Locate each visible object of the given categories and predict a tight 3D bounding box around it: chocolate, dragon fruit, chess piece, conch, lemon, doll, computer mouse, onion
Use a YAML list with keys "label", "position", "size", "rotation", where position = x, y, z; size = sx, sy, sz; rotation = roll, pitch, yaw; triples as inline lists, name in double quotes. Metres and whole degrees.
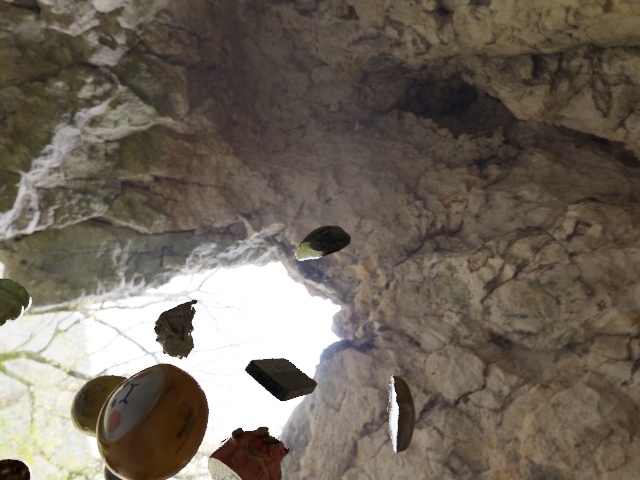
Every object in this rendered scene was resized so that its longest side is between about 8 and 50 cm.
- label: "chocolate"
  position: [0.278, 0.579, 1.352]
  size: [0.161, 0.083, 0.261]
  rotation: [-90, 177, -63]
- label: "dragon fruit"
  position: [-0.262, 0.855, 1.557]
  size: [0.305, 0.226, 0.305]
  rotation: [19, -51, 25]
- label: "chess piece"
  position: [-0.916, 0.229, 1.092]
  size: [0.243, 0.133, 0.133]
  rotation: [-91, -156, -53]
- label: "conch"
  position: [-0.476, 0.290, 1.386]
  size: [0.178, 0.163, 0.245]
  rotation: [-38, -160, 21]
- label: "lemon"
  position: [-0.580, 0.452, 1.105]
  size: [0.207, 0.170, 0.170]
  rotation: [-7, -91, 30]
- label: "doll"
  position: [-0.343, 0.357, 0.800]
  size: [0.236, 0.213, 0.213]
  rotation: [-13, -96, 31]
- label: "computer mouse"
  position: [0.000, 0.000, 1.386]
  size: [0.270, 0.138, 0.086]
  rotation: [-14, -77, 62]
- label: "onion"
  position: [-0.800, 0.617, 1.030]
  size: [0.118, 0.119, 0.117]
  rotation: [43, -67, 38]

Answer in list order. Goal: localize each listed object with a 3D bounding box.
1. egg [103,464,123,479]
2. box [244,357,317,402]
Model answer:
- label: "egg"
  position: [-0.588, 0.731, 1.269]
  size: [0.146, 0.146, 0.198]
  rotation: [-22, -80, 49]
- label: "box"
  position: [-0.155, 0.564, 1.671]
  size: [0.211, 0.350, 0.058]
  rotation: [30, -92, 25]
